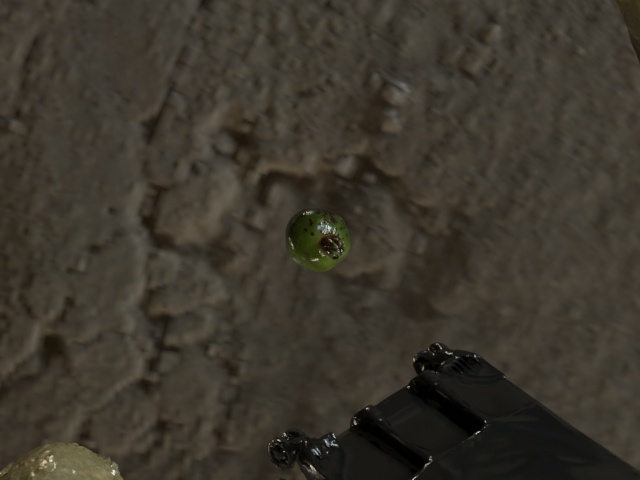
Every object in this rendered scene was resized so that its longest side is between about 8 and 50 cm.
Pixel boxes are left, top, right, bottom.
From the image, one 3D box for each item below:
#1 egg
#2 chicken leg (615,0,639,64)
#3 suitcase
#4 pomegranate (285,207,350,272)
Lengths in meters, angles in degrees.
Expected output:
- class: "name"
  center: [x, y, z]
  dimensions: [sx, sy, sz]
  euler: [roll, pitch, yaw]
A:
- class: "egg"
  center: [-0.209, 0.225, 1.422]
  dimensions: [0.118, 0.116, 0.140]
  euler: [10, 72, 54]
- class: "chicken leg"
  center: [0.370, -0.195, 1.868]
  dimensions: [0.152, 0.429, 0.201]
  euler: [-16, 43, -5]
- class: "suitcase"
  center: [0.176, 0.298, 1.711]
  dimensions: [0.434, 0.283, 0.194]
  euler: [33, 133, 32]
- class: "pomegranate"
  center: [-0.002, -0.003, 1.956]
  dimensions: [0.073, 0.084, 0.073]
  euler: [1, 79, -7]
